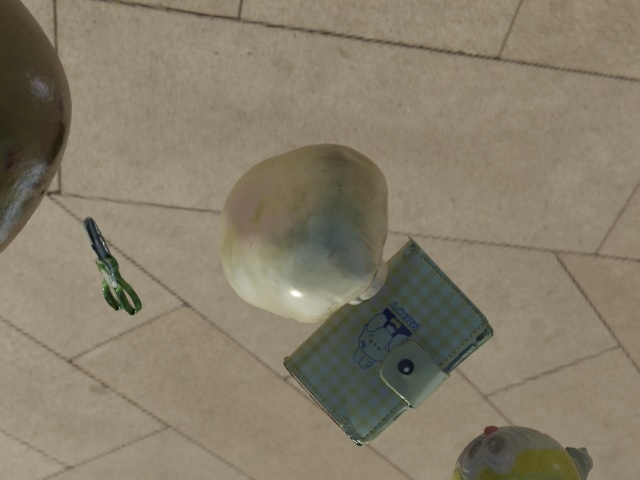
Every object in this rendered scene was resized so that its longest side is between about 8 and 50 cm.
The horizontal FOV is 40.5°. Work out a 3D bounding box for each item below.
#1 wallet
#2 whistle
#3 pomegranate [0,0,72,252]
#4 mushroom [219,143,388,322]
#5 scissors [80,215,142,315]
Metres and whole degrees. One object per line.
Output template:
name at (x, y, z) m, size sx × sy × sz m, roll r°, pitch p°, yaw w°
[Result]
wallet at (0.114, 0.176, 1.469) m, size 0.309 × 0.223 × 0.077 m, roll -44°, pitch 168°, yaw 7°
whistle at (0.199, 0.221, 0.822) m, size 0.123 × 0.122 × 0.223 m, roll -37°, pitch 161°, yaw 31°
pomegranate at (-0.352, -0.085, 0.611) m, size 0.291 × 0.323 × 0.290 m, roll 6°, pitch 105°, yaw 23°
mushroom at (0.000, 0.000, 1.148) m, size 0.234 × 0.260 × 0.254 m, roll 29°, pitch 116°, yaw -37°
scissors at (-0.395, 0.047, 1.606) m, size 0.101 × 0.027 × 0.204 m, roll 7°, pitch 125°, yaw 41°
